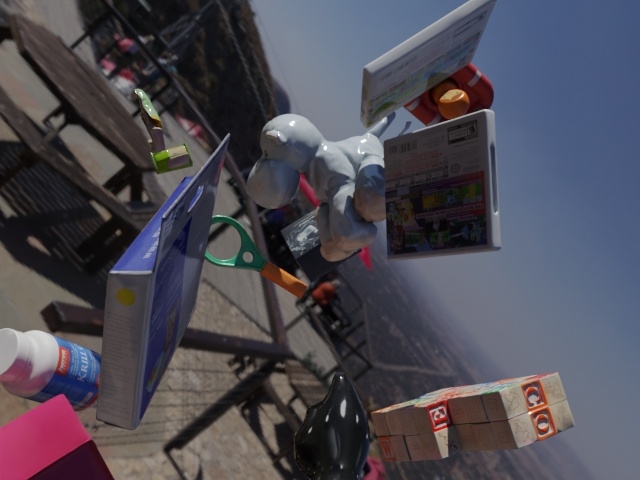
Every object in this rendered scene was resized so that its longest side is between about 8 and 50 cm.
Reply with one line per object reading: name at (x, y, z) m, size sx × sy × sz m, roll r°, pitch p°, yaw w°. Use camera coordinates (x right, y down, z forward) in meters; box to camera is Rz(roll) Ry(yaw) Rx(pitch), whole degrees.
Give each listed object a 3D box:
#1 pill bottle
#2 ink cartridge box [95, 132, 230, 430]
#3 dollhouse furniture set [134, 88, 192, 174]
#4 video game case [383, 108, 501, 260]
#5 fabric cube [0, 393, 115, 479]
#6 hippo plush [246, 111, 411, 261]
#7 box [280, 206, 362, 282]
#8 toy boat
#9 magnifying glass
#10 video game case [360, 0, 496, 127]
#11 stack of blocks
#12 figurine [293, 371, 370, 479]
pill bottle at (-0.513, 0.240, 1.265) m, size 0.124 × 0.124 × 0.221 m, roll 54°, pitch 6°, yaw 33°
ink cartridge box at (-0.209, 0.036, 0.906) m, size 0.072 × 0.307 × 0.304 m, roll 13°, pitch 26°, yaw 1°
dollhouse furniture set at (-0.223, -0.154, 0.990) m, size 0.152 × 0.058 × 0.076 m, roll 101°, pitch -33°, yaw -61°
video game case at (0.163, -0.069, 0.943) m, size 0.023 × 0.184 × 0.201 m, roll 2°, pitch -6°, yaw -36°
fabric cube at (-0.440, 0.440, 1.058) m, size 0.258 × 0.254 × 0.259 m, roll 6°, pitch -58°, yaw 58°
hippo plush at (0.000, -0.124, 1.205) m, size 0.236 × 0.294 × 0.234 m, roll 22°, pitch 14°, yaw -17°
box at (0.000, 0.000, 1.735) m, size 0.093 × 0.156 × 0.158 m, roll 57°, pitch 0°, yaw -34°
toy boat at (0.244, -0.285, 1.320) m, size 0.231 × 0.151 × 0.151 m, roll 33°, pitch 21°, yaw -26°
magnifying glass at (-0.127, 0.036, 1.255) m, size 0.231 × 0.092 × 0.026 m, roll 34°, pitch -21°, yaw -13°
video game case at (0.163, -0.283, 1.083) m, size 0.026 × 0.227 × 0.206 m, roll 56°, pitch -5°, yaw 11°
stack of blocks at (0.238, 0.294, 1.114) m, size 0.297 × 0.171 × 0.087 m, roll -31°, pitch -109°, yaw 57°
figurine at (0.008, 0.247, 0.540) m, size 0.215 × 0.092 × 0.209 m, roll 94°, pitch 0°, yaw -45°
